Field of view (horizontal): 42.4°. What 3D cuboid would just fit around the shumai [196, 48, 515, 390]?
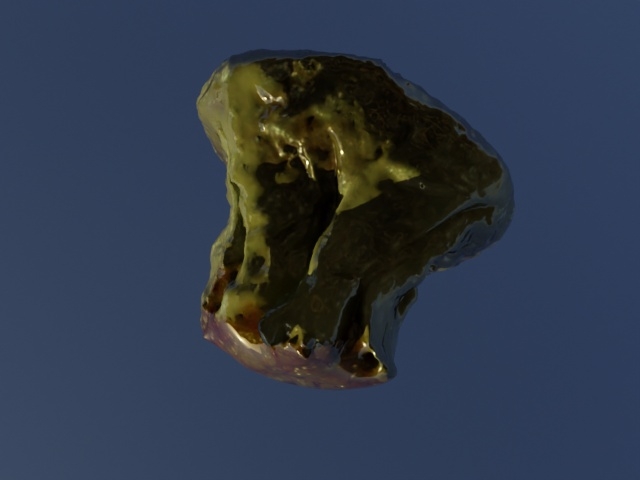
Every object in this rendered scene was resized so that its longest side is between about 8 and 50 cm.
[{"bbox_3d":[0.000,0.000,0.949,0.398,0.324,0.323,25,-111,-4],"label":"shumai"}]
